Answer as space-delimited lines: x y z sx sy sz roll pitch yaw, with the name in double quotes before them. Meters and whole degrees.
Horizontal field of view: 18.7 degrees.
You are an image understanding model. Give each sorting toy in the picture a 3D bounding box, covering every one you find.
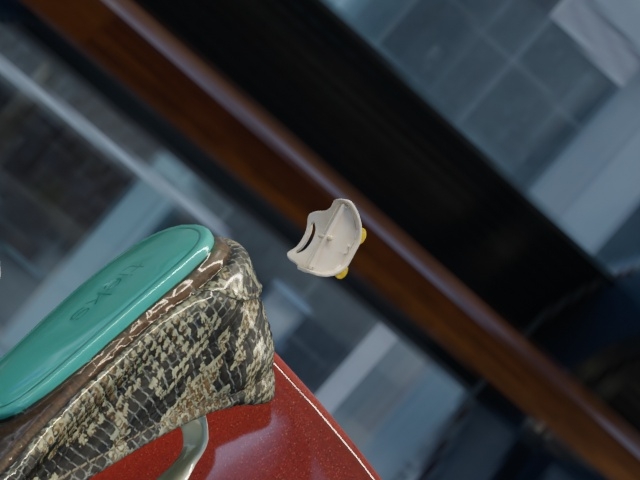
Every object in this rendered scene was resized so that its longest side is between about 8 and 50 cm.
"sorting toy" 0.000 0.000 1.947 0.045 0.083 0.075 38 -14 -36

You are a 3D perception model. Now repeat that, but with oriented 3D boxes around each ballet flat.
"ballet flat" -0.210 0.166 1.217 0.164 0.483 0.182 4 -60 54

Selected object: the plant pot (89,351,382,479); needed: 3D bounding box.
"plant pot" -0.055 0.248 1.525 0.236 0.267 0.267 36 -10 14
